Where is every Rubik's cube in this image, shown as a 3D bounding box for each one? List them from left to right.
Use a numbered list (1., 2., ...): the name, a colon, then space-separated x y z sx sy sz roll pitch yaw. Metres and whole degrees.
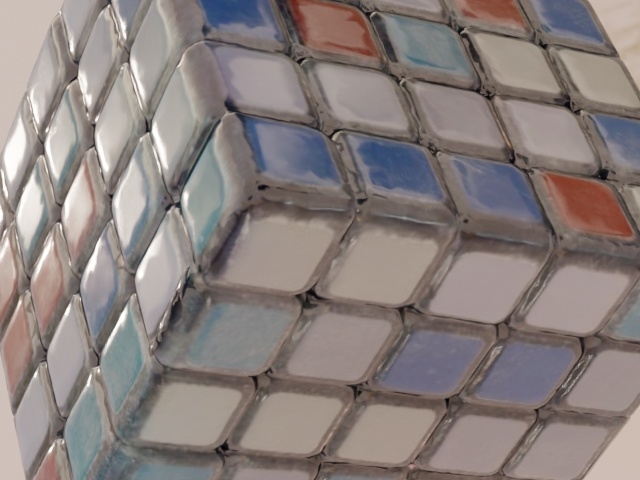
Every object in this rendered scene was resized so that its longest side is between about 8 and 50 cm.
1. Rubik's cube: 0.000 0.000 1.087 0.293 0.292 0.287 6 -138 -26
